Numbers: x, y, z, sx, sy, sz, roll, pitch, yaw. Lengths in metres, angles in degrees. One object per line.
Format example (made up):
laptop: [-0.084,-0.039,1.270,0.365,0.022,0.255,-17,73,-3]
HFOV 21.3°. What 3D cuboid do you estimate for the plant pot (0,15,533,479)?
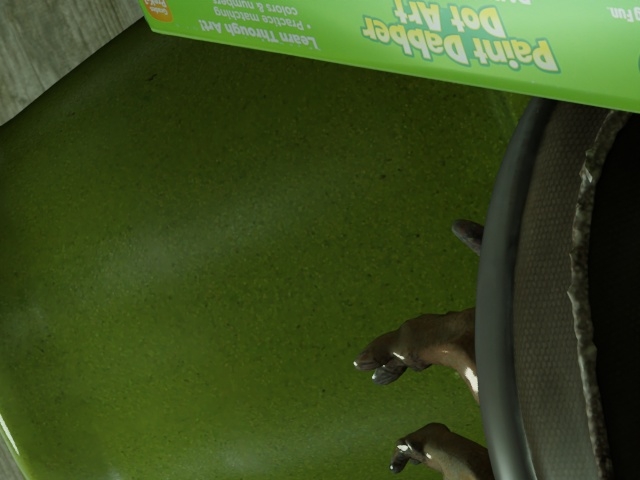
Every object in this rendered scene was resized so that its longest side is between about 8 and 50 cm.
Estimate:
plant pot: [0.000,0.000,0.909,0.366,0.353,0.366,-23,-90,-87]

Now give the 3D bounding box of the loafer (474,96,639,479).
loafer: [0.142,0.111,0.446,0.130,0.134,0.366,147,112,-68]

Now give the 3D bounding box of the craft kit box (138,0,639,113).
craft kit box: [0.001,-0.153,0.432,0.250,0.061,0.246,16,138,44]

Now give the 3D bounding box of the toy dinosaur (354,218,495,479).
toy dinosaur: [0.130,0.086,0.602,0.200,0.127,0.295,39,158,35]
